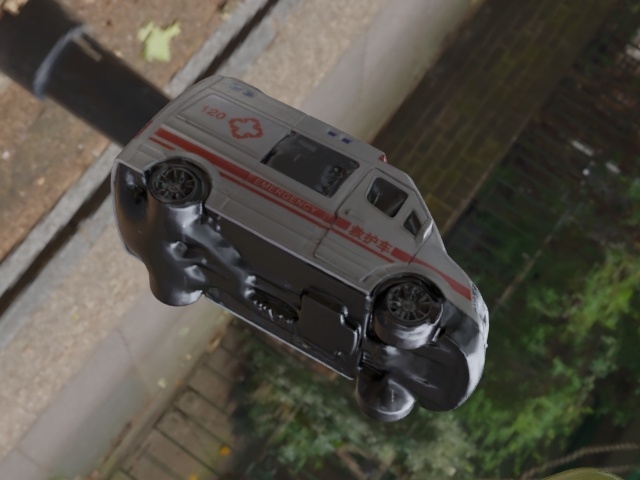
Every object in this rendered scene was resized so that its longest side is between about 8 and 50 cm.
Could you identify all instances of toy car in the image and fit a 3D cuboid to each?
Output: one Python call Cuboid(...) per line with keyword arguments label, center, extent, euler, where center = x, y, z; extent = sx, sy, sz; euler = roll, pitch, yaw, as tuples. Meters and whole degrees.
Cuboid(label="toy car", center=(0.000, 0.000, 0.569), extent=(0.108, 0.210, 0.089), euler=(-51, 161, -35))

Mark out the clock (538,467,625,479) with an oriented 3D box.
Cuboid(label="clock", center=(0.085, 0.170, 0.277), extent=(0.096, 0.202, 0.143), euler=(-10, 127, -34))
